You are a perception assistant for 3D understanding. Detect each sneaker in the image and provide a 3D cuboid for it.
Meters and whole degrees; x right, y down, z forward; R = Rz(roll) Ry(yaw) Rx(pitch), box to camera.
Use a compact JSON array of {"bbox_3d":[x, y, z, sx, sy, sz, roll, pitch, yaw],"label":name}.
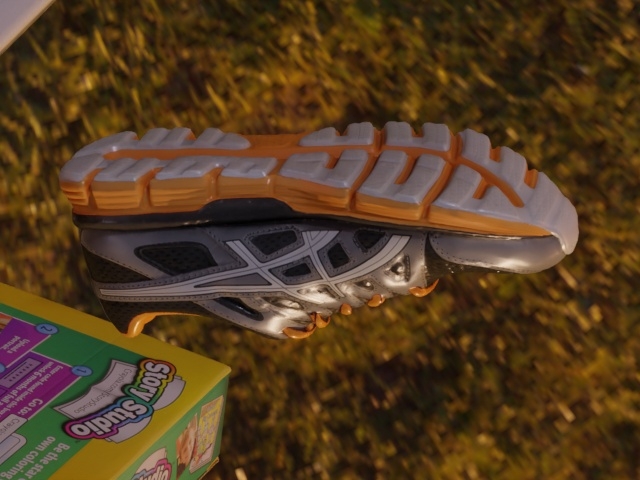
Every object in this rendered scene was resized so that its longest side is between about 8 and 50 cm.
[{"bbox_3d":[0.000,0.000,0.811,0.215,0.084,0.083,2,111,16],"label":"sneaker"}]

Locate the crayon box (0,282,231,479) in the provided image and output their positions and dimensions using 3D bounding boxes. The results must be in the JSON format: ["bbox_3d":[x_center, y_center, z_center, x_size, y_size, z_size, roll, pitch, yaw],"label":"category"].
[{"bbox_3d":[-0.287,0.160,1.538,0.313,0.363,0.106,19,116,16],"label":"crayon box"}]

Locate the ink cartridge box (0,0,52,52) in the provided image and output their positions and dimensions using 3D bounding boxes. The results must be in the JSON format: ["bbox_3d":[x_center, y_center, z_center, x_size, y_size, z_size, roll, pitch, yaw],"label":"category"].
[{"bbox_3d":[-0.274,-0.117,0.957,0.278,0.117,0.201,-44,100,5],"label":"ink cartridge box"}]
